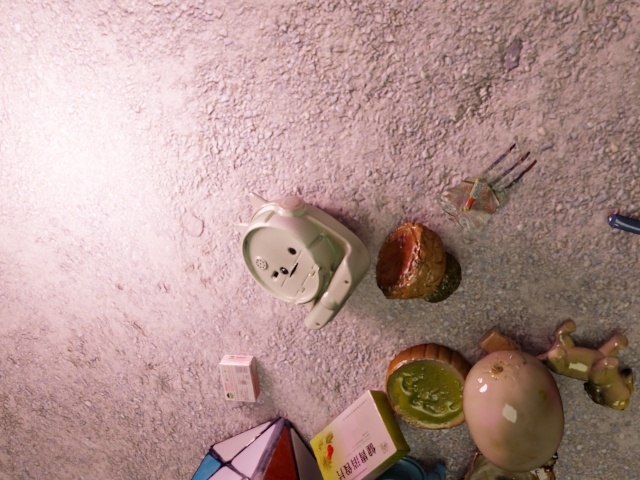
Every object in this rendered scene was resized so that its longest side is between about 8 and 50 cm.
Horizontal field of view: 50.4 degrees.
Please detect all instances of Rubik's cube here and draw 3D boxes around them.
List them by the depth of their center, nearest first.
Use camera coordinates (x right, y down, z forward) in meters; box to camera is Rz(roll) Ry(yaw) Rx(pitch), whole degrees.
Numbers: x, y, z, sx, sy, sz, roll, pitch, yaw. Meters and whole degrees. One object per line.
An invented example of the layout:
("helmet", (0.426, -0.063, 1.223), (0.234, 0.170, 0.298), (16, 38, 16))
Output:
("Rubik's cube", (-0.177, 0.711, 1.836), (0.310, 0.305, 0.307), (-29, 105, 24))

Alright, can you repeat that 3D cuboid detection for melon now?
("melon", (0.439, 0.387, 1.549), (0.223, 0.223, 0.317), (-10, 124, 18))

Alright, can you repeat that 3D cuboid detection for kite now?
("kite", (0.359, -0.117, 1.471), (0.127, 0.016, 0.229), (37, 118, -9))

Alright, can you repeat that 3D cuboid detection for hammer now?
("hammer", (0.694, -0.020, 1.407), (0.193, 0.069, 0.116), (17, 119, 11))

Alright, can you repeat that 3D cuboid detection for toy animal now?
("toy animal", (0.615, 0.291, 1.547), (0.233, 0.121, 0.169), (23, 137, 8))

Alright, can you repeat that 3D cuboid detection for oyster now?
("oyster", (0.458, 0.642, 1.766), (0.221, 0.096, 0.361), (19, 118, -1))

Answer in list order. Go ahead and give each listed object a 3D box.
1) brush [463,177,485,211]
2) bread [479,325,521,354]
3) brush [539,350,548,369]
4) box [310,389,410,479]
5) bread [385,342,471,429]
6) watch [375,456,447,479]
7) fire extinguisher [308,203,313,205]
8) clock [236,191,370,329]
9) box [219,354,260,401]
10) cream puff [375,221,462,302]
("brush", (0.331, -0.094, 1.473), (0.018, 0.021, 0.083), (22, 122, 1))
("bread", (0.425, 0.252, 1.620), (0.083, 0.035, 0.070), (37, 118, 2))
("brush", (0.535, 0.303, 1.629), (0.016, 0.013, 0.084), (-9, 105, 13))
("box", (0.096, 0.531, 1.759), (0.062, 0.175, 0.260), (16, 127, -42))
("bread", (0.277, 0.366, 1.691), (0.236, 0.070, 0.236), (5, 115, 12))
("watch", (0.216, 0.657, 1.794), (0.193, 0.211, 0.211), (17, 118, 18))
("fire extinguisher", (0.000, 0.000, 1.597), (0.062, 0.050, 0.177), (-15, 111, 41))
("clock", (-0.063, 0.035, 1.555), (0.324, 0.108, 0.265), (37, 137, 8))
("box", (-0.216, 0.371, 1.831), (0.089, 0.043, 0.125), (1, 115, 13))
("cream puff", (0.233, 0.066, 1.524), (0.169, 0.183, 0.183), (22, 121, -23))
